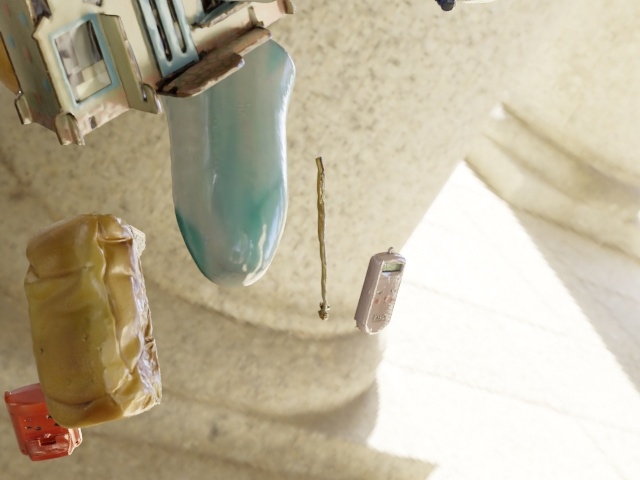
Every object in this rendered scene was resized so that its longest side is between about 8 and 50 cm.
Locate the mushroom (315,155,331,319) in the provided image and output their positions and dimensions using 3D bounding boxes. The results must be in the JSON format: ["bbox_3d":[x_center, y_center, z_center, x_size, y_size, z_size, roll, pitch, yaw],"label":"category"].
[{"bbox_3d":[0.004,0.002,1.815,0.025,0.286,0.028,-21,33,-33],"label":"mushroom"}]

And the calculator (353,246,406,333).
[{"bbox_3d":[0.114,0.095,2.185,0.032,0.175,0.100,23,14,35],"label":"calculator"}]

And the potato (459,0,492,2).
[{"bbox_3d":[0.274,-0.481,1.845,0.177,0.235,0.160,13,-25,46],"label":"potato"}]

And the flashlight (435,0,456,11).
[{"bbox_3d":[0.155,-0.355,1.540,0.035,0.057,0.121,-10,56,-2],"label":"flashlight"}]

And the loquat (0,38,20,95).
[{"bbox_3d":[-0.432,-0.341,1.909,0.263,0.263,0.263,29,20,-11],"label":"loquat"}]

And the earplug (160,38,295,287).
[{"bbox_3d":[-0.109,-0.086,1.441,0.185,0.185,0.324,19,50,-34],"label":"earplug"}]

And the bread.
[{"bbox_3d":[-0.324,0.112,1.632,0.132,0.166,0.295,-5,84,-56],"label":"bread"}]

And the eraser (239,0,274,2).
[{"bbox_3d":[-0.054,-0.313,0.775,0.086,0.287,0.130,0,5,-17],"label":"eraser"}]

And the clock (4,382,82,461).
[{"bbox_3d":[-0.483,0.316,2.000,0.113,0.155,0.061,-9,43,-8],"label":"clock"}]

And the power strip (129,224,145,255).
[{"bbox_3d":[-0.349,0.000,2.097,0.028,0.049,0.178,11,-6,5],"label":"power strip"}]

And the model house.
[{"bbox_3d":[-0.181,-0.272,1.124,0.169,0.244,0.326,12,38,44],"label":"model house"}]
